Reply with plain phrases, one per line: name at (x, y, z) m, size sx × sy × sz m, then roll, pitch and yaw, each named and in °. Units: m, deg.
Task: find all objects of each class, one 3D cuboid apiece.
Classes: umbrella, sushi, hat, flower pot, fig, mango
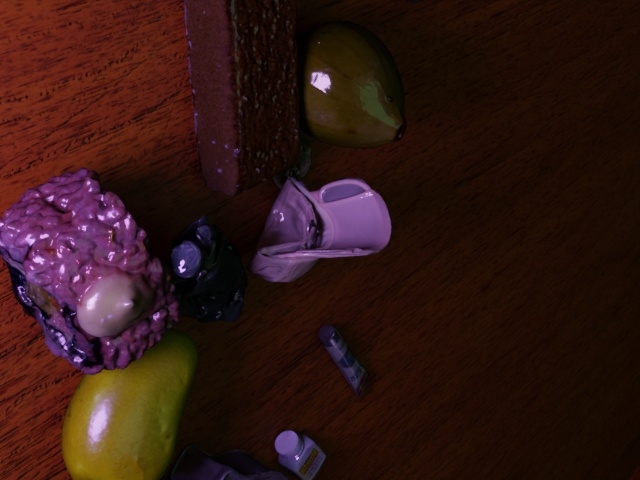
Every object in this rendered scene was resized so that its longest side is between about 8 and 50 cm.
umbrella at (-0.176, 0.047, 1.389) m, size 0.349 × 0.094 × 0.143 m, roll 52°, pitch 33°, yaw -81°
sushi at (-0.309, 0.045, 1.217) m, size 0.171 × 0.236 × 0.270 m, roll -37°, pitch 136°, yaw -25°
hat at (0.000, 0.000, 1.539) m, size 0.219 × 0.226 × 0.164 m, roll -68°, pitch 171°, yaw -47°
flower pot at (-0.160, 0.443, 1.674) m, size 0.229 × 0.108 × 0.103 m, roll 27°, pitch 83°, yaw -53°
fig at (0.054, -0.253, 1.539) m, size 0.203 × 0.225 × 0.203 m, roll -48°, pitch 161°, yaw -22°
mango at (-0.293, 0.258, 1.396) m, size 0.185 × 0.149 × 0.272 m, roll 19°, pitch 85°, yaw -46°

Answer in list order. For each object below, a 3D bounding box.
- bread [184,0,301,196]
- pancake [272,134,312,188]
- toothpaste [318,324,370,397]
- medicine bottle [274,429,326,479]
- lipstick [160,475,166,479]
bread at (-0.117, -0.285, 1.399) m, size 0.165 × 0.113 × 0.416 m, roll -27°, pitch 127°, yaw -41°
pancake at (-0.050, -0.142, 1.622) m, size 0.108 × 0.017 × 0.108 m, roll -28°, pitch 130°, yaw -39°
toothpaste at (0.053, 0.249, 1.908) m, size 0.062 × 0.039 × 0.239 m, roll -60°, pitch 144°, yaw -24°
medicine bottle at (-0.045, 0.429, 1.851) m, size 0.074 × 0.055 × 0.118 m, roll -53°, pitch 139°, yaw -19°
lipstick at (-0.269, 0.437, 1.605) m, size 0.027 × 0.027 × 0.176 m, roll -48°, pitch 139°, yaw -26°
